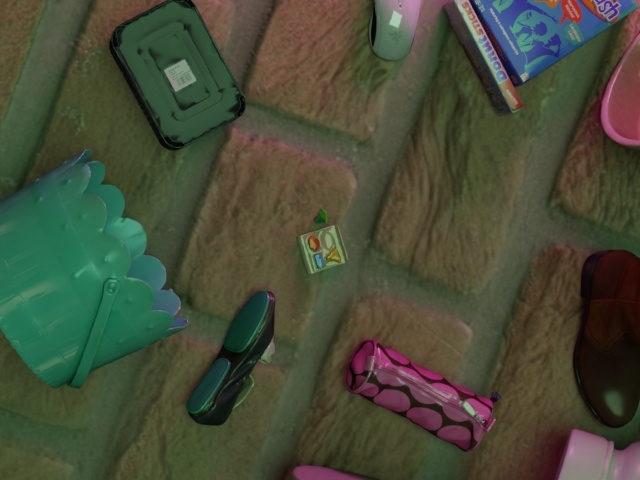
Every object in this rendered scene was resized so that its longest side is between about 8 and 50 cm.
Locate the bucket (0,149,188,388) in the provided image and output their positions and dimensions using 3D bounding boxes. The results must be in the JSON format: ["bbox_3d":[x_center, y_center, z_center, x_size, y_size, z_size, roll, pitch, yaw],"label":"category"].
[{"bbox_3d":[-0.308,0.041,1.672,0.183,0.281,0.281,-29,97,0],"label":"bucket"}]

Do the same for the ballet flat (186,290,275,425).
[{"bbox_3d":[-0.109,0.166,1.818,0.074,0.074,0.203,33,79,-10],"label":"ballet flat"}]

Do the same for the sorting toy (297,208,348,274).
[{"bbox_3d":[0.000,0.000,1.856,0.062,0.012,0.083,-17,95,-10],"label":"sorting toy"}]

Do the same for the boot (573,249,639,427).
[{"bbox_3d":[0.444,0.142,1.810,0.096,0.280,0.264,5,90,-11],"label":"boot"}]

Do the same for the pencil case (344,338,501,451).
[{"bbox_3d":[0.139,0.213,1.846,0.209,0.098,0.095,26,87,-10],"label":"pencil case"}]

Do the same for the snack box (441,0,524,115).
[{"bbox_3d":[0.227,-0.259,1.868,0.022,0.064,0.178,-30,97,-9],"label":"snack box"}]

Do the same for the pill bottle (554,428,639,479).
[{"bbox_3d":[0.494,0.396,1.821,0.361,0.204,0.204,18,88,11],"label":"pill bottle"}]

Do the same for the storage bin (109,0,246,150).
[{"bbox_3d":[-0.192,-0.222,1.778,0.122,0.084,0.180,-29,96,-9],"label":"storage bin"}]

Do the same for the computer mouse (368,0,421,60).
[{"bbox_3d":[0.111,-0.348,1.854,0.106,0.042,0.193,3,91,-12],"label":"computer mouse"}]

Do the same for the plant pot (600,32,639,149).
[{"bbox_3d":[0.617,-0.173,1.838,0.305,0.334,0.334,38,84,-20],"label":"plant pot"}]

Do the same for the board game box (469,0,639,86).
[{"bbox_3d":[0.325,-0.342,1.893,0.210,0.047,0.160,-34,97,-9],"label":"board game box"}]

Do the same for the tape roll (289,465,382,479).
[{"bbox_3d":[0.137,0.384,1.705,0.392,0.392,0.072,18,89,-11],"label":"tape roll"}]
